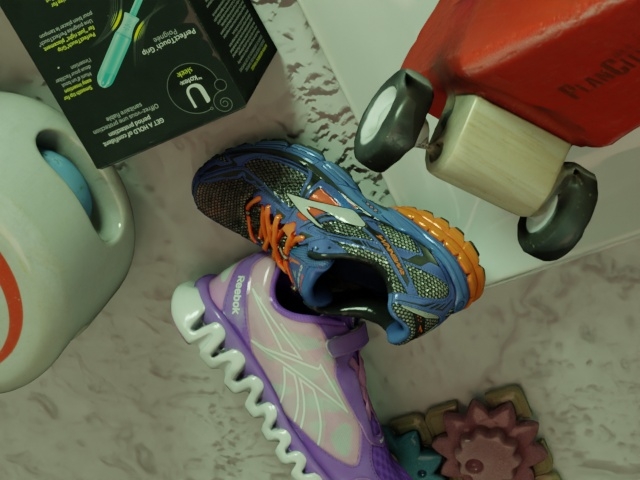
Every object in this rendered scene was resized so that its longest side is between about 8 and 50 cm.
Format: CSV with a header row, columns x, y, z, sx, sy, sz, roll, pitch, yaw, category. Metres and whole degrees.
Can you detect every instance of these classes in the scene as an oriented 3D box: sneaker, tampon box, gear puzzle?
x,y,z,sx,sy,sz,roll,pitch,yaw,category
0.000,0.099,1.143,0.104,0.095,0.236,-40,87,13,sneaker
-0.124,-0.153,1.047,0.120,0.101,0.161,-21,112,21,tampon box
0.000,0.000,1.080,0.221,0.087,0.083,23,137,24,sneaker
0.136,0.278,1.248,0.175,0.044,0.339,-18,112,20,gear puzzle

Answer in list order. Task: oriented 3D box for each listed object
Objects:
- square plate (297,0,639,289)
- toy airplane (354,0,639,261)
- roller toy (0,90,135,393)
x,y,z,sx,sy,sz,roll,pitch,yaw,category
0.167,-0.161,1.013,0.344,0.049,0.347,-19,111,21,square plate
0.190,-0.174,0.820,0.384,0.272,0.386,7,152,22,toy airplane
-0.236,0.000,1.124,0.191,0.146,0.209,20,125,11,roller toy
